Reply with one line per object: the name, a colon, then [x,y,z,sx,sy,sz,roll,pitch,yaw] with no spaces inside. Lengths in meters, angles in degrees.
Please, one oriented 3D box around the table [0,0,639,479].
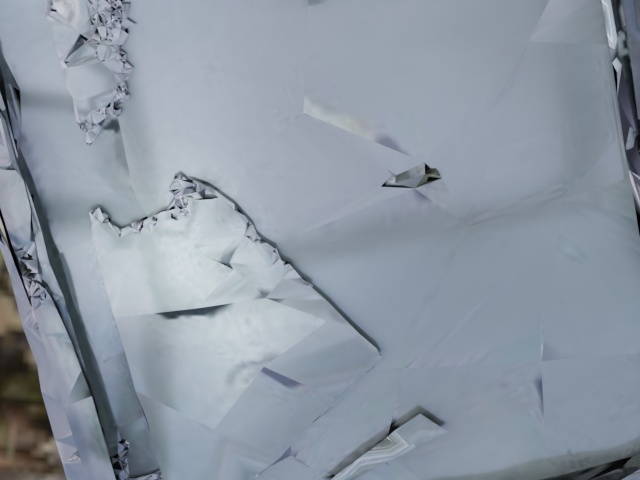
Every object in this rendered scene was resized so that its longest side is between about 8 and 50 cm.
table: [0.000,0.000,0.479,0.222,0.272,0.335,-12,112,3]
